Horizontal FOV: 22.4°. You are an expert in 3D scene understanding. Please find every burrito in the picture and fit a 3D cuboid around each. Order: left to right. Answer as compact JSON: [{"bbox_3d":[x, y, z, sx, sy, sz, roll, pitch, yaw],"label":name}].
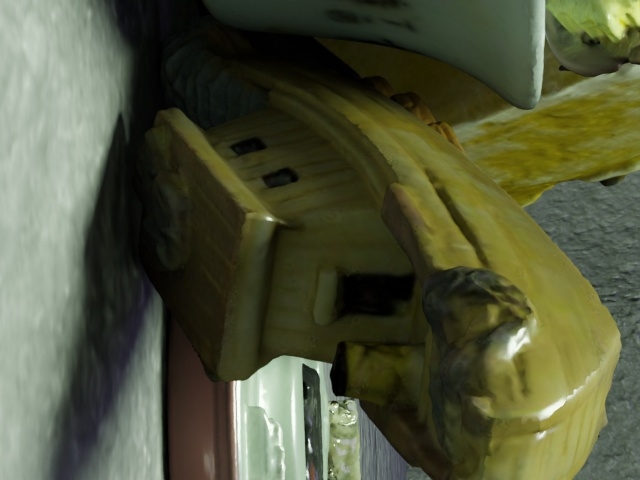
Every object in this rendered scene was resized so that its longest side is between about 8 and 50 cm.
[{"bbox_3d":[0.004,0.180,1.134,0.042,0.051,0.171,-76,164,-70],"label":"burrito"}]

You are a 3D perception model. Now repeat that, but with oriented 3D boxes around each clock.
[{"bbox_3d":[-0.028,0.093,0.780,0.244,0.056,0.244,-3,90,-86],"label":"clock"}]

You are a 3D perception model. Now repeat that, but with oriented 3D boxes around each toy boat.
[{"bbox_3d":[0.000,0.000,0.594,0.321,0.121,0.089,-129,-135,-58],"label":"toy boat"}]

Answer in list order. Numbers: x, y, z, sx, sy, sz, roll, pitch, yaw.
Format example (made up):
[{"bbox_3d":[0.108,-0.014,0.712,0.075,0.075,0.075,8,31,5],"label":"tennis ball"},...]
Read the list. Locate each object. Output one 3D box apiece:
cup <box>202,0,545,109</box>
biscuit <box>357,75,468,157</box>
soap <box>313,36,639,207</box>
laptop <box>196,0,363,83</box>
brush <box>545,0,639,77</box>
[{"bbox_3d":[-0.001,-0.222,0.645,0.347,0.163,0.347,-2,90,-85],"label":"cup"},{"bbox_3d":[0.040,-0.011,0.683,0.130,0.019,0.119,-172,-102,-70],"label":"biscuit"},{"bbox_3d":[0.091,-0.191,0.918,0.156,0.293,0.335,15,66,-46],"label":"soap"},{"bbox_3d":[-0.014,-0.036,0.824,0.135,0.016,0.197,40,-28,38],"label":"laptop"},{"bbox_3d":[0.116,-0.225,0.720,0.067,0.072,0.313,43,42,-63],"label":"brush"}]
